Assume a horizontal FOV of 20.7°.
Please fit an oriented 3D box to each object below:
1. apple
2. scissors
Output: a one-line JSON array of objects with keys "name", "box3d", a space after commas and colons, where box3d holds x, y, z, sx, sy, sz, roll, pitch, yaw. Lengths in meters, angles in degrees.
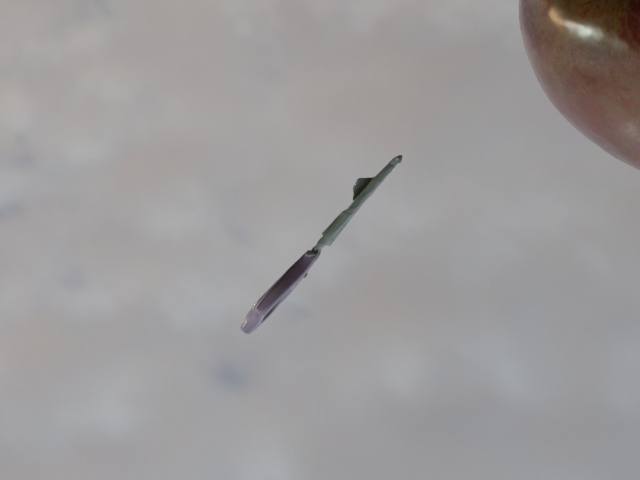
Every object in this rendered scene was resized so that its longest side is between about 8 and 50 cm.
[{"name": "apple", "box3d": [0.360, -0.217, 1.590, 0.348, 0.277, 0.348, -12, -119, 22]}, {"name": "scissors", "box3d": [0.000, 0.000, 1.580, 0.021, 0.212, 0.110, 40, -177, 1]}]
